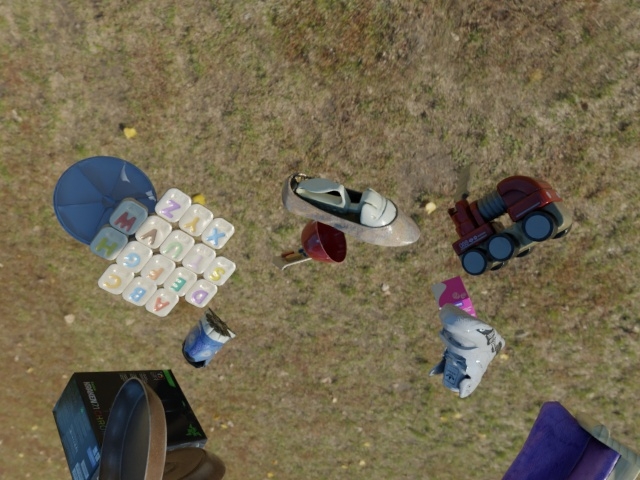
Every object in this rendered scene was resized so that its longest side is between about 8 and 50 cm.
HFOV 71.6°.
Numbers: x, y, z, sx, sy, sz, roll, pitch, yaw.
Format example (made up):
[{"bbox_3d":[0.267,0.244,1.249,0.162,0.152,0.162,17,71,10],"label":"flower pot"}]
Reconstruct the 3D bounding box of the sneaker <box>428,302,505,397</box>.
[{"bbox_3d":[0.391,0.315,1.239,0.137,0.210,0.366,29,177,41],"label":"sneaker"}]

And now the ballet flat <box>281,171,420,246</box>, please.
[{"bbox_3d":[0.062,-0.070,0.940,0.317,0.107,0.106,15,147,8],"label":"ballet flat"}]

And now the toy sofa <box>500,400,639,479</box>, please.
[{"bbox_3d":[0.429,0.495,0.828,0.177,0.362,0.150,33,180,21],"label":"toy sofa"}]

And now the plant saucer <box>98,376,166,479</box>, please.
[{"bbox_3d":[-0.213,0.243,0.506,0.029,0.168,0.168,15,139,-36],"label":"plant saucer"}]

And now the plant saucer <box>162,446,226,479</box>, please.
[{"bbox_3d":[-0.267,0.412,0.774,0.199,0.199,0.036,-10,91,24],"label":"plant saucer"}]

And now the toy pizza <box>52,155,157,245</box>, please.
[{"bbox_3d":[-0.457,-0.081,0.954,0.201,0.201,0.032,40,157,-18],"label":"toy pizza"}]

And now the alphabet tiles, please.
[{"bbox_3d":[-0.332,0.034,0.963,0.284,0.021,0.278,36,100,-30],"label":"alphabet tiles"}]

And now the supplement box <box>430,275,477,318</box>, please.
[{"bbox_3d":[0.492,0.246,1.606,0.111,0.113,0.220,-22,129,14],"label":"supplement box"}]

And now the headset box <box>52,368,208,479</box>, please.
[{"bbox_3d":[-0.448,0.446,1.072,0.283,0.246,0.131,19,109,-50],"label":"headset box"}]

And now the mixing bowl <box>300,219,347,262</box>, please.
[{"bbox_3d":[0.000,0.000,1.460,0.098,0.181,0.181,-20,121,30],"label":"mixing bowl"}]

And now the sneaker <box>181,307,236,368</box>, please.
[{"bbox_3d":[-0.352,0.296,1.342,0.130,0.147,0.330,45,170,2],"label":"sneaker"}]

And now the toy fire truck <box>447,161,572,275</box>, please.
[{"bbox_3d":[0.364,-0.078,0.928,0.217,0.159,0.246,-39,68,39],"label":"toy fire truck"}]

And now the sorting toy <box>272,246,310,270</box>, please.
[{"bbox_3d":[-0.089,0.058,1.840,0.209,0.193,0.038,-20,103,-14],"label":"sorting toy"}]
